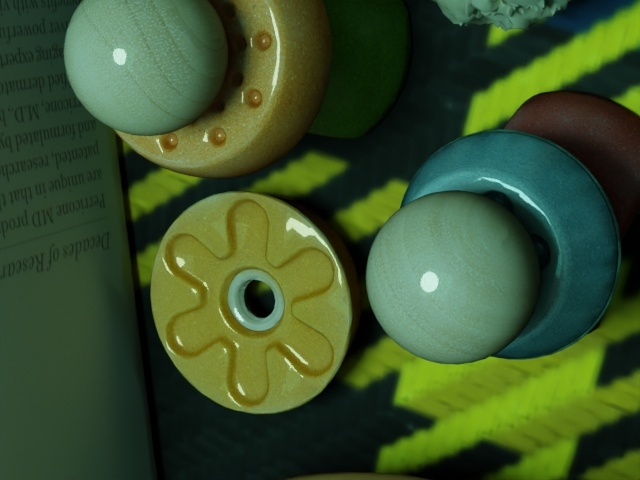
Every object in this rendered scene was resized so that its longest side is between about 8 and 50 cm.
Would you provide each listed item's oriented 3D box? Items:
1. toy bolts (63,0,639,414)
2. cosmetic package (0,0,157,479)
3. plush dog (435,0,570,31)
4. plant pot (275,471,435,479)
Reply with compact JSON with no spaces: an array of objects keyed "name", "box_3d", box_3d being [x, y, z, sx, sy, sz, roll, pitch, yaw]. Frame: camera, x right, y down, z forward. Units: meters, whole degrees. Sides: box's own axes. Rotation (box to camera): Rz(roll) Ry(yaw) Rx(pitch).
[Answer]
[{"name":"toy bolts","box_3d":[0.000,0.000,0.608,0.228,0.158,0.218,22,109,21]},{"name":"cosmetic package","box_3d":[-0.220,0.020,0.718,0.230,0.161,0.453,-1,99,25]},{"name":"plush dog","box_3d":[0.005,-0.227,0.559,0.225,0.210,0.262,34,116,42]},{"name":"plant pot","box_3d":[0.021,0.220,0.542,0.291,0.203,0.291,1,77,-5]}]
